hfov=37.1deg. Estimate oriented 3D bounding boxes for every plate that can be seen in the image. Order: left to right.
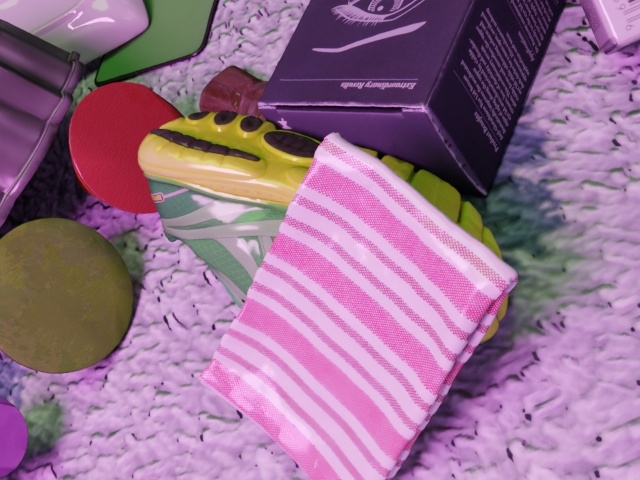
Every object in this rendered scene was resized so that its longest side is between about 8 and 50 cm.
[{"bbox_3d":[-0.357,-0.292,1.083,0.278,0.045,0.277,-26,68,9],"label":"plate"}]

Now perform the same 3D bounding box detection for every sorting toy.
[{"bbox_3d":[-0.233,0.034,0.825,0.126,0.127,0.366,-20,43,55],"label":"sorting toy"}]

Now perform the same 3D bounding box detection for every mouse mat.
[{"bbox_3d":[-0.168,-0.255,1.040,0.152,0.007,0.190,-9,53,31],"label":"mouse mat"}]

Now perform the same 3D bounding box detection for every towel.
[{"bbox_3d":[0.014,0.054,0.574,0.144,0.029,0.197,39,116,22],"label":"towel"}]

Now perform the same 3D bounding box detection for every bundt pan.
[{"bbox_3d":[-0.367,-0.073,0.892,0.331,0.124,0.331,-39,31,30],"label":"bundt pan"}]

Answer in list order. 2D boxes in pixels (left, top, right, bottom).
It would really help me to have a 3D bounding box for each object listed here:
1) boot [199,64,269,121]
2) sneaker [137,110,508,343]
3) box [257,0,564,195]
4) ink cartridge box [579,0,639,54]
[{"bbox_3d":[-0.052,-0.147,0.859,0.106,0.037,0.114,-51,40,-10],"label":"boot"},{"bbox_3d":[0.000,0.000,0.673,0.295,0.123,0.109,26,44,28],"label":"sneaker"},{"bbox_3d":[0.073,-0.149,0.715,0.153,0.108,0.207,9,65,39],"label":"box"},{"bbox_3d":[0.246,-0.297,0.619,0.239,0.060,0.275,-23,90,10],"label":"ink cartridge box"}]
